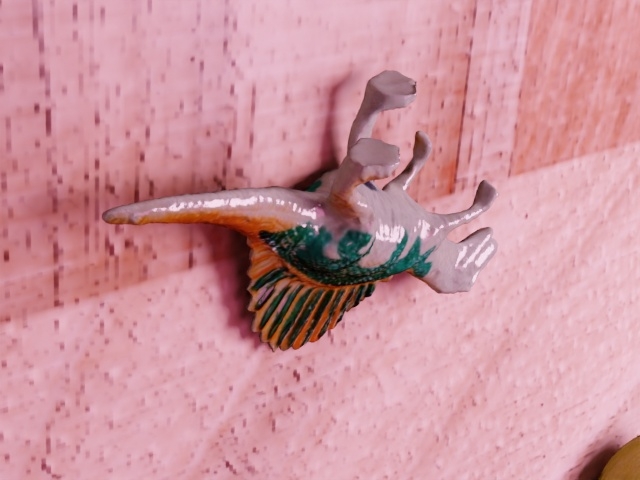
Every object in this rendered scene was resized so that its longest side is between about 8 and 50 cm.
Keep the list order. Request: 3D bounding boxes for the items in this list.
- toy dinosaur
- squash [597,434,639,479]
[{"bbox_3d":[0.002,0.002,0.461,0.187,0.044,0.106,-27,142,-36],"label":"toy dinosaur"},{"bbox_3d":[0.171,0.222,0.716,0.083,0.083,0.250,-1,113,-45],"label":"squash"}]
